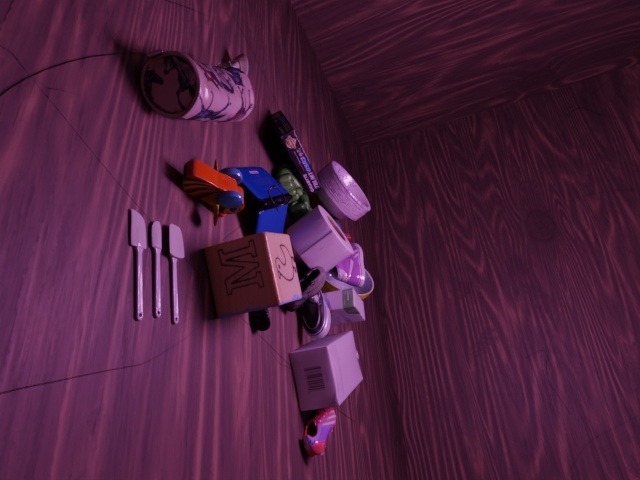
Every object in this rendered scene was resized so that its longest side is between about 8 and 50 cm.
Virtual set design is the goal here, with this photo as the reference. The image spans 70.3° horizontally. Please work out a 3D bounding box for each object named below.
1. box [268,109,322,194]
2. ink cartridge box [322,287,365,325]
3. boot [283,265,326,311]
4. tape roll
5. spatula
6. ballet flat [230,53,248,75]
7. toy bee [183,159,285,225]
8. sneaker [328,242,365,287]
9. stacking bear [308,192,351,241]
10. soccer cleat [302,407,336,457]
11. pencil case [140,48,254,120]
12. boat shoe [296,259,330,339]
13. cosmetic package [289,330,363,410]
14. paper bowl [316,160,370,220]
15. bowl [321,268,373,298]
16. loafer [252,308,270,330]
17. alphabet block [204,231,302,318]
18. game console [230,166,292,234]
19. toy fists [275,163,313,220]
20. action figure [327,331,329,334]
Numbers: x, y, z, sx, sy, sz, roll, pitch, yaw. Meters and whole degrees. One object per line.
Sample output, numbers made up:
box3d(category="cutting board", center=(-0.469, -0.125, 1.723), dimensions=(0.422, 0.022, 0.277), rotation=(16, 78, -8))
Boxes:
box3d(category="box", center=(-0.111, -0.384, 1.963), dimensions=(0.293, 0.073, 0.295), rotation=(61, 0, -35))
box3d(category="ink cartridge box", center=(0.061, 0.283, 1.888), dimensions=(0.154, 0.212, 0.093), rotation=(53, 28, -52))
box3d(category="boot", center=(-0.031, 0.150, 1.653), dimensions=(0.083, 0.161, 0.246), rotation=(41, 48, 6))
box3d(category="tape roll", center=(0.000, 0.000, 1.865), dimensions=(0.246, 0.169, 0.246), rotation=(52, 9, -11))
box3d(category="spatula", center=(-0.361, 0.063, 1.019), dimensions=(0.168, 0.019, 0.242), rotation=(38, 41, -66))
box3d(category="ballet flat", center=(-0.307, -0.592, 1.655), dimensions=(0.086, 0.086, 0.249), rotation=(40, 39, -63))
box3d(category="toy bee", center=(-0.273, -0.116, 1.287), dimensions=(0.298, 0.162, 0.195), rotation=(37, 44, -27))
box3d(category="sneaker", center=(0.103, 0.084, 2.015), dimensions=(0.282, 0.161, 0.102), rotation=(-96, -155, -58))
box3d(category="stacking bear", center=(0.008, -0.095, 2.148), dimensions=(0.164, 0.175, 0.289), rotation=(106, -33, -67))
box3d(category="soccer cleat", center=(-0.004, 0.652, 1.610), dimensions=(0.095, 0.083, 0.248), rotation=(67, 20, -12))
box3d(category="pencil case", center=(-0.331, -0.429, 1.282), dimensions=(0.184, 0.159, 0.410), rotation=(64, 18, -7))
box3d(category="boat shoe", center=(-0.051, 0.226, 1.780), dimensions=(0.119, 0.121, 0.335), rotation=(46, 22, -46))
box3d(category="cosmetic package", center=(0.034, 0.485, 1.742), dimensions=(0.385, 0.156, 0.217), rotation=(16, 61, -73))
box3d(category="paper bowl", center=(0.090, -0.210, 2.073), dimensions=(0.284, 0.148, 0.284), rotation=(47, 17, -18))
box3d(category="bowl", center=(0.080, 0.204, 2.061), dimensions=(0.289, 0.289, 0.156), rotation=(-70, -175, -63))
box3d(category="loafer", center=(-0.195, 0.195, 1.411), dimensions=(0.061, 0.062, 0.170), rotation=(139, -59, -84))
box3d(category="alphabet block", center=(-0.184, 0.095, 1.273), dimensions=(0.192, 0.193, 0.197), rotation=(5, 72, -75))
box3d(category="game console", center=(-0.224, -0.116, 1.610), dimensions=(0.250, 0.173, 0.293), rotation=(44, 16, 3))
box3d(category="toy fists", center=(-0.108, -0.192, 1.939), dimensions=(0.279, 0.096, 0.142), rotation=(61, 22, -45))
box3d(category="action figure", center=(0.004, 0.388, 1.927), dimensions=(0.115, 0.038, 0.030), rotation=(31, 69, -69))
